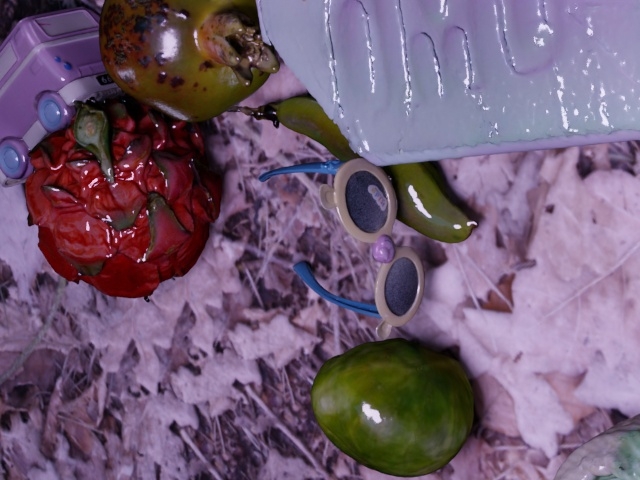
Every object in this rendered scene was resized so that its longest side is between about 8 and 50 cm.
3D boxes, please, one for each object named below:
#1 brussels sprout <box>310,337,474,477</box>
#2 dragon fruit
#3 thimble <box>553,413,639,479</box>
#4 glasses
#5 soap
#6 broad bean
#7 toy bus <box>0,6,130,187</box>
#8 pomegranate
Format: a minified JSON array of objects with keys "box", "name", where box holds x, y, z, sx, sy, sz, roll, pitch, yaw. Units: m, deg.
[{"box":[0.081,0.172,1.762,0.162,0.181,0.143,-11,87,49],"name":"brussels sprout"},{"box":[-0.212,-0.036,1.943,0.234,0.293,0.233,-6,63,13],"name":"dragon fruit"},{"box":[0.317,0.272,1.608,0.219,0.150,0.219,11,108,37],"name":"thimble"},{"box":[0.024,-0.015,1.800,0.220,0.088,0.189,31,147,62],"name":"glasses"},{"box":[0.152,-0.210,1.619,0.446,0.156,0.261,-3,99,41],"name":"soap"},{"box":[0.043,-0.089,1.806,0.325,0.067,0.075,35,99,32],"name":"broad bean"},{"box":[-0.326,-0.169,2.041,0.142,0.142,0.202,54,128,9],"name":"toy bus"},{"box":[-0.122,-0.209,1.812,0.246,0.198,0.198,41,124,32],"name":"pomegranate"}]
